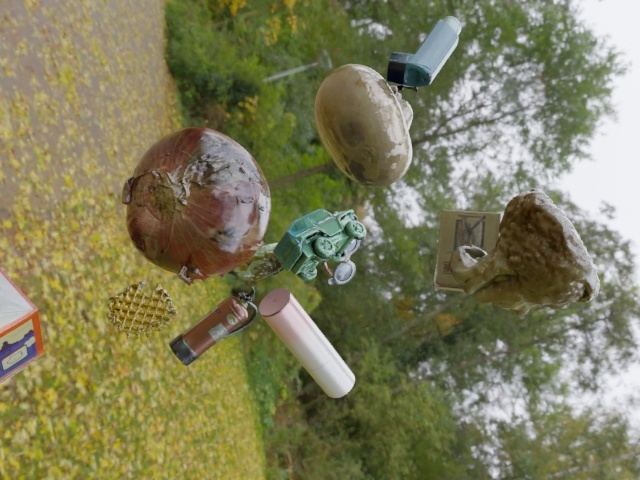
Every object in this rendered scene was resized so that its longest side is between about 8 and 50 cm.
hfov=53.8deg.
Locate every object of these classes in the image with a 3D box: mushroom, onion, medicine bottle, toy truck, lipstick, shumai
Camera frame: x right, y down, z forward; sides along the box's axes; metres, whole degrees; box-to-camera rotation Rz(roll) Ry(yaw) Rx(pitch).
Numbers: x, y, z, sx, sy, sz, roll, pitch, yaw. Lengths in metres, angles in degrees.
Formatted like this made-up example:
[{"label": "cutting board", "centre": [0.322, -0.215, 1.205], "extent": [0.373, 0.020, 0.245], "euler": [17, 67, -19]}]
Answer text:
[{"label": "mushroom", "centre": [0.150, -0.335, 1.797], "extent": [0.362, 0.295, 0.362], "euler": [58, -10, 16]}, {"label": "onion", "centre": [-0.273, -0.073, 1.399], "extent": [0.353, 0.354, 0.353], "euler": [164, -90, -87]}, {"label": "medicine bottle", "centre": [0.285, -0.510, 1.698], "extent": [0.124, 0.258, 0.079], "euler": [27, -27, 19]}, {"label": "toy truck", "centre": [0.000, 0.000, 1.900], "extent": [0.156, 0.279, 0.155], "euler": [50, -44, 12]}, {"label": "lipstick", "centre": [-0.028, 0.253, 1.526], "extent": [0.326, 0.087, 0.087], "euler": [56, 7, -32]}, {"label": "shumai", "centre": [0.429, 0.054, 1.373], "extent": [0.267, 0.263, 0.314], "euler": [57, 9, -25]}]

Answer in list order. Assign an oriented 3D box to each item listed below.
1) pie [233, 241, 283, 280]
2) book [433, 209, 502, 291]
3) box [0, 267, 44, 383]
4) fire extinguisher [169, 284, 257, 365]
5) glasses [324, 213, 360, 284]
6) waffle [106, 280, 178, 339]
[{"label": "pie", "centre": [-0.230, 0.078, 2.451], "extent": [0.240, 0.241, 0.054], "euler": [78, -7, -58]}, {"label": "book", "centre": [0.382, 0.026, 1.636], "extent": [0.026, 0.161, 0.230], "euler": [70, 28, -59]}, {"label": "box", "centre": [-0.929, 0.203, 1.560], "extent": [0.349, 0.319, 0.256], "euler": [41, -37, 14]}, {"label": "fire extinguisher", "centre": [-0.379, 0.315, 2.379], "extent": [0.113, 0.376, 0.200], "euler": [50, -5, 12]}, {"label": "glasses", "centre": [0.044, 0.026, 2.450], "extent": [0.268, 0.118, 0.234], "euler": [37, -55, 57]}, {"label": "waffle", "centre": [-0.661, 0.253, 2.324], "extent": [0.228, 0.232, 0.051], "euler": [51, -25, 23]}]
